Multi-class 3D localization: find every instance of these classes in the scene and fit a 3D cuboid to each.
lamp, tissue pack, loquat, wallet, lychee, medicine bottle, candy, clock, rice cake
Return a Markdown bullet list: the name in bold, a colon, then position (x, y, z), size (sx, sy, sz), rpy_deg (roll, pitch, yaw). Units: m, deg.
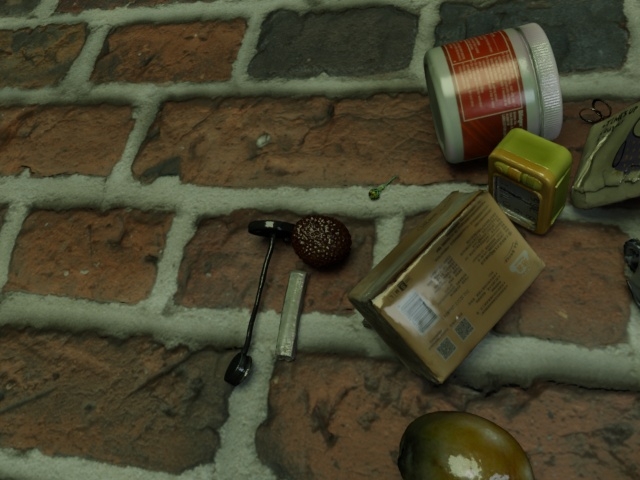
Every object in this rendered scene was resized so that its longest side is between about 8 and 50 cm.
- **lamp**: position (-0.157, 0.112, 1.369), size (0.130, 0.108, 0.371), rpy_deg (-16, 48, 61)
- **tissue pack**: position (0.223, 0.079, 1.245), size (0.305, 0.238, 0.238), rpy_deg (-44, 59, -12)
- **loquat**: position (0.236, 0.373, 1.065), size (0.227, 0.179, 0.179), rpy_deg (31, 72, 25)
- **wallet**: position (0.602, -0.188, 1.252), size (0.068, 0.335, 0.275), rpy_deg (29, 73, -15)
- **lychee**: position (-0.002, 0.003, 1.380), size (0.123, 0.129, 0.123), rpy_deg (-22, 61, 46)
- **medicine bottle**: position (0.360, -0.310, 1.385), size (0.240, 0.252, 0.253), rpy_deg (-13, 58, 9)
- **candy**: position (0.141, -0.123, 1.477), size (0.083, 0.025, 0.023), rpy_deg (-41, 86, -21)
- **clock**: position (0.410, -0.114, 1.284), size (0.143, 0.202, 0.096), rpy_deg (30, 71, 29)
- **rice cake**: position (-0.059, 0.151, 1.358), size (0.047, 0.036, 0.207), rpy_deg (5, 61, 5)

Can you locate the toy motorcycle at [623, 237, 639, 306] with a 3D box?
- **toy motorcycle**: position (0.619, 0.066, 1.120), size (0.108, 0.204, 0.239), rpy_deg (-29, 59, -15)
